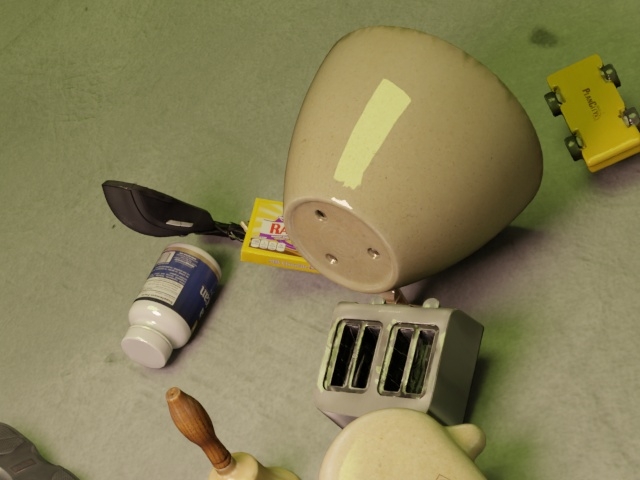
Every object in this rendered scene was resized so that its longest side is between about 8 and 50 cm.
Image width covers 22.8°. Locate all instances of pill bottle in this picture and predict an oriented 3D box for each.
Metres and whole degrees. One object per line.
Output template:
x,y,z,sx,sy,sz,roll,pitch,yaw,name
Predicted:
-0.214,0.094,2.242,0.094,0.094,0.169,2,50,34,pill bottle

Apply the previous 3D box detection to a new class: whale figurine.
0.128,0.307,1.784,0.272,0.141,0.216,24,63,14,whale figurine

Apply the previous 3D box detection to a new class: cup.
0.084,-0.072,2.020,0.331,0.331,0.237,8,47,38,cup

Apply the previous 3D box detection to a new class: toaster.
0.092,0.164,1.930,0.168,0.110,0.186,3,67,31,toaster

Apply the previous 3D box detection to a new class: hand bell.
-0.124,0.257,1.894,0.126,0.242,0.126,-18,41,17,hand bell

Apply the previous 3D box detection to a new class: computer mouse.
-0.183,-0.021,2.252,0.184,0.262,0.060,11,83,36,computer mouse

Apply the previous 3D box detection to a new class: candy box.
0.000,0.000,2.189,0.206,0.027,0.105,9,46,4,candy box

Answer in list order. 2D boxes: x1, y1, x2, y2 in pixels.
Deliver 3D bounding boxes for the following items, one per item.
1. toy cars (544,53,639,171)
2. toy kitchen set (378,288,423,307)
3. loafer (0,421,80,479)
0.452,-0.132,2.066,0.393,0.087,0.176,18,65,40,toy cars
0.089,0.106,2.054,0.083,0.068,0.075,7,52,38,toy kitchen set
-0.383,0.349,2.104,0.109,0.095,0.302,-17,34,-33,loafer
